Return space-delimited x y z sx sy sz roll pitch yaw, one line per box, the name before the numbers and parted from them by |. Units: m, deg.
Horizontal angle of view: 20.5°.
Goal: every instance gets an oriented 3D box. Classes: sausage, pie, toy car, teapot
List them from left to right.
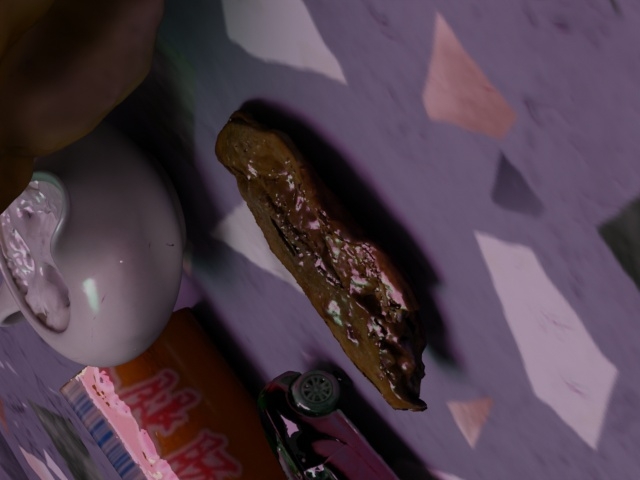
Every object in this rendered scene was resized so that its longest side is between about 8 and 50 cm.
teapot | -0.130 0.000 0.948 0.145 0.092 0.226 63 153 13
sausage | -0.022 0.185 1.008 0.312 0.093 0.093 54 159 6
pie | 0.000 0.000 0.773 0.170 0.034 0.092 54 162 22
toy car | 0.017 0.126 0.889 0.142 0.055 0.069 47 161 25

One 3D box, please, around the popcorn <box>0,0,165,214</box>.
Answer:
popcorn | -0.255 -0.119 0.697 0.344 0.354 0.390 47 114 22
